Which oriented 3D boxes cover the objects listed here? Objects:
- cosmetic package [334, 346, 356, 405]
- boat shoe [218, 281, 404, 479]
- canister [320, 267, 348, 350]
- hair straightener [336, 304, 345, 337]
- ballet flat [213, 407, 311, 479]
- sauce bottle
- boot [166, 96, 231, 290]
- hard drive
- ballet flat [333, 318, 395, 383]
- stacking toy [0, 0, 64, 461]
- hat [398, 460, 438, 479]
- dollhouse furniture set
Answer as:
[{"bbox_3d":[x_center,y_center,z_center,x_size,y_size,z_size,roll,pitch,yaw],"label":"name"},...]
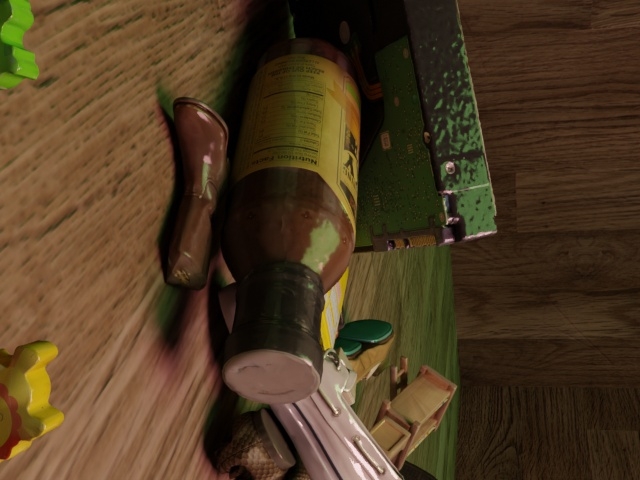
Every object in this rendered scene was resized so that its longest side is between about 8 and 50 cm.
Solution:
[{"bbox_3d":[0.004,0.154,0.835,0.041,0.060,0.115,61,6,-1],"label":"cosmetic package"},{"bbox_3d":[-0.005,0.125,0.670,0.226,0.075,0.083,62,1,-8],"label":"boat shoe"},{"bbox_3d":[-0.018,0.052,0.789,0.170,0.073,0.126,-75,159,-53],"label":"canister"},{"bbox_3d":[0.000,0.000,0.949,0.089,0.047,0.231,-34,117,-74],"label":"hair straightener"},{"bbox_3d":[-0.043,0.198,0.723,0.084,0.058,0.250,59,0,17],"label":"ballet flat"},{"bbox_3d":[-0.024,-0.030,0.652,0.111,0.111,0.345,73,17,-47],"label":"sauce bottle"},{"bbox_3d":[-0.094,-0.030,0.570,0.106,0.037,0.114,71,26,-55],"label":"boot"},{"bbox_3d":[0.059,-0.159,0.786,0.237,0.064,0.339,-10,-89,66],"label":"hard drive"},{"bbox_3d":[0.037,0.154,1.018,0.232,0.080,0.073,-9,107,-67],"label":"ballet flat"},{"bbox_3d":[-0.161,-0.012,0.273,0.167,0.052,0.221,-7,93,-78],"label":"stacking toy"},{"bbox_3d":[0.110,0.416,1.067,0.134,0.331,0.331,-51,168,7],"label":"hat"},{"bbox_3d":[0.064,0.232,1.079,0.182,0.161,0.101,-30,145,-47],"label":"dollhouse furniture set"}]
